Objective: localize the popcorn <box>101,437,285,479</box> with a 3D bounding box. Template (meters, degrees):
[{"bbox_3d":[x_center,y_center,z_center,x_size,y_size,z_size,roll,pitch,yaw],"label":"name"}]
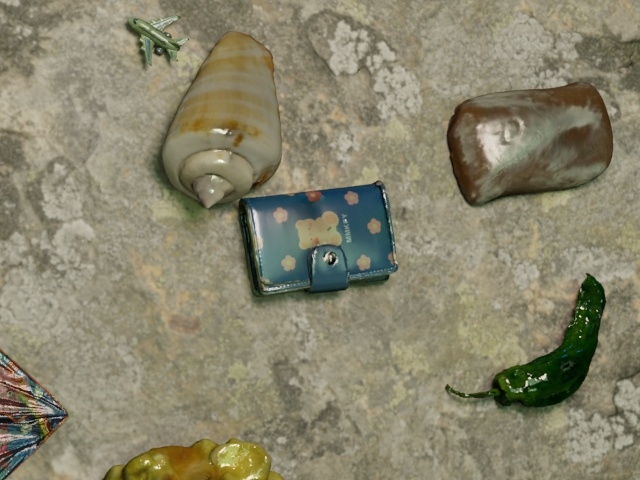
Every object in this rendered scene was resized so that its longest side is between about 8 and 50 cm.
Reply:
[{"bbox_3d":[-0.162,0.348,1.389,0.286,0.215,0.252,-20,128,-25],"label":"popcorn"}]

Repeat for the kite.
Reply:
[{"bbox_3d":[-0.414,0.207,1.421,0.234,0.016,0.321,0,83,-18],"label":"kite"}]

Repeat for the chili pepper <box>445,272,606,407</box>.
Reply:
[{"bbox_3d":[0.317,0.168,1.652,0.279,0.065,0.122,-36,86,-22],"label":"chili pepper"}]

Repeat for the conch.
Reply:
[{"bbox_3d":[-0.115,-0.159,1.514,0.158,0.127,0.255,11,76,-15],"label":"conch"}]

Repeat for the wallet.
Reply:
[{"bbox_3d":[0.001,0.000,1.569,0.202,0.059,0.141,-8,87,-20],"label":"wallet"}]

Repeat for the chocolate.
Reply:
[{"bbox_3d":[0.311,-0.147,1.683,0.254,0.080,0.157,-10,86,-20],"label":"chocolate"}]

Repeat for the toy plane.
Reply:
[{"bbox_3d":[-0.216,-0.267,1.547,0.083,0.033,0.080,29,75,-6],"label":"toy plane"}]
